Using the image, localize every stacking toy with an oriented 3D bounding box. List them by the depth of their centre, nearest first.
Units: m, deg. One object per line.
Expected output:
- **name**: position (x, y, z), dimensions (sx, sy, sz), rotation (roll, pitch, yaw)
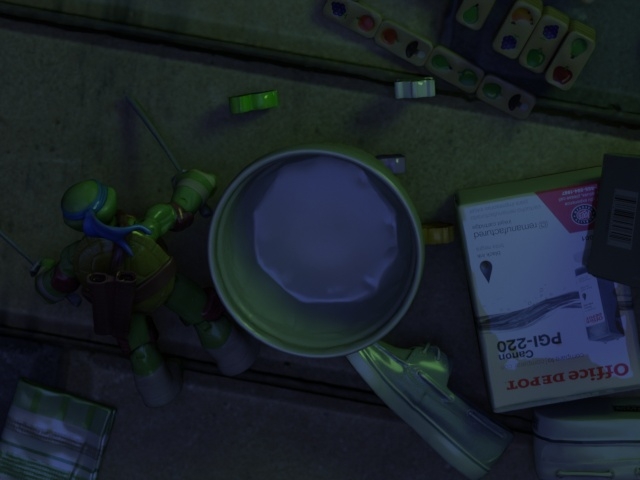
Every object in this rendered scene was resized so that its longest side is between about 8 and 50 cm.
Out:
- **stacking toy**: position (0.019, -0.072, 1.642), dimensions (0.221, 0.052, 0.167), rotation (-4, 100, 4)

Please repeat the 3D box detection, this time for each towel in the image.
- **towel**: position (-0.287, 0.231, 1.726), dimensions (0.113, 0.023, 0.152), rotation (17, 100, -1)

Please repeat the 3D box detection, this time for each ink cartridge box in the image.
- **ink cartridge box**: position (0.228, 0.049, 1.632), dimensions (0.159, 0.092, 0.218), rotation (-10, 101, 5)

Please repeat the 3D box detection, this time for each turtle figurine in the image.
- **turtle figurine**: position (-0.182, 0.015, 1.643), dimensions (0.198, 0.275, 0.266), rotation (-40, 122, -20)

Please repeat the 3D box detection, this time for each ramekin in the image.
- **ramekin**: position (0.000, 0.000, 1.582), dimensions (0.207, 0.109, 0.207), rotation (2, 105, 6)

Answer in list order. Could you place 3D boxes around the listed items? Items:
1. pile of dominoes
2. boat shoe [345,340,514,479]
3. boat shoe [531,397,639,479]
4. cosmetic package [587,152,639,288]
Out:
- **pile of dominoes**: position (0.149, -0.239, 1.585), dimensions (0.251, 0.040, 0.196), rotation (27, 116, -2)
- **boat shoe**: position (0.105, 0.146, 1.668), dimensions (0.227, 0.079, 0.081), rotation (44, 92, -10)
- **boat shoe**: position (0.348, 0.214, 1.654), dimensions (0.268, 0.096, 0.088), rotation (0, 104, 4)
- **cosmetic package**: position (0.388, -0.013, 1.561), dimensions (0.238, 0.107, 0.127), rotation (5, 95, -26)
